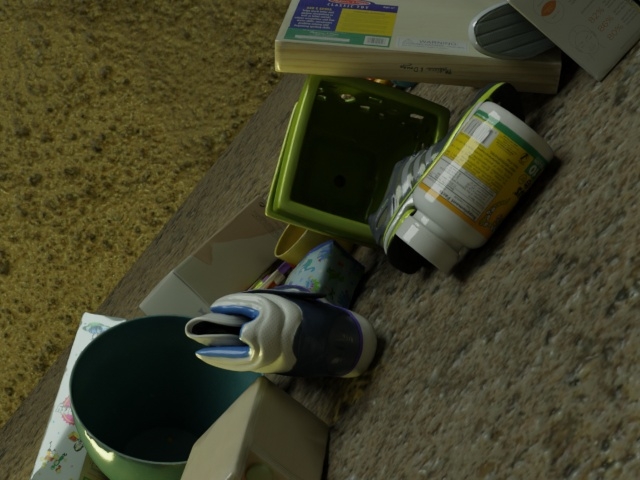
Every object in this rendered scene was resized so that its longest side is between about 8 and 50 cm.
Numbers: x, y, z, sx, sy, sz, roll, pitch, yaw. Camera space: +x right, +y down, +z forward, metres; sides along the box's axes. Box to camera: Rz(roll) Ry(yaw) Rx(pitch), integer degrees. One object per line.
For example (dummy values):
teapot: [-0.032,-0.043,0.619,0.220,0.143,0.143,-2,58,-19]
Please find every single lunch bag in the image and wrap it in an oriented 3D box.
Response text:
lunch bag: [-0.018,0.089,1.837,0.151,0.096,0.129,-24,31,43]

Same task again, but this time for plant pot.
plant pot: [0.000,0.000,1.988,0.134,0.095,0.134,-48,16,19]
plant pot: [0.044,-0.110,1.797,0.207,0.227,0.228,155,131,-75]
plant pot: [-0.236,0.283,1.789,0.290,0.290,0.195,-70,-8,-48]

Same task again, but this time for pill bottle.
pill bottle: [0.193,-0.064,1.505,0.208,0.117,0.117,-52,15,3]

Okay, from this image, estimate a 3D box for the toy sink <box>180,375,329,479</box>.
toy sink: [-0.087,0.310,1.472,0.153,0.131,0.234,-48,11,20]

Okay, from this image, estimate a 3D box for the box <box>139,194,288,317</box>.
box: [-0.187,0.058,2.218,0.148,0.121,0.311,-43,1,40]

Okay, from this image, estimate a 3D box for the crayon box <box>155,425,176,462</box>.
crayon box: [-0.275,0.383,1.974,0.202,0.081,0.318,-39,21,42]

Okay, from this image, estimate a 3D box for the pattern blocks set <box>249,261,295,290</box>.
pattern blocks set: [-0.142,0.125,2.119,0.325,0.026,0.285,-46,4,-35]

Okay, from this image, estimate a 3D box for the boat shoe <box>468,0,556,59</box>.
boat shoe: [0.298,-0.298,1.638,0.226,0.083,0.076,-11,8,-21]

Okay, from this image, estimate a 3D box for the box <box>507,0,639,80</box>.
box: [0.340,-0.318,1.535,0.130,0.170,0.091,-48,15,15]

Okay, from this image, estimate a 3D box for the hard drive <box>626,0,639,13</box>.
hard drive: [0.376,-0.328,1.323,0.064,0.237,0.339,-44,16,30]

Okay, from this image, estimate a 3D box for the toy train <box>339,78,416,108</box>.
toy train: [0.105,-0.300,2.386,0.248,0.105,0.143,-47,29,20]

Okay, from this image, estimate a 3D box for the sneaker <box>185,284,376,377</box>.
sneaker: [-0.099,0.115,1.625,0.323,0.236,0.130,8,87,56]

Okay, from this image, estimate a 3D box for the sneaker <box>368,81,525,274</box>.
sneaker: [0.166,-0.103,1.629,0.300,0.111,0.121,-52,38,0]

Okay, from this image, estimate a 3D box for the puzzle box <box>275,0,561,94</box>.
puzzle box: [0.150,-0.315,1.755,0.272,0.409,0.052,-75,-10,-56]

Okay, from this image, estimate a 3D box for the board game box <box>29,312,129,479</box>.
board game box: [-0.385,0.309,2.080,0.224,0.097,0.303,61,-141,-63]

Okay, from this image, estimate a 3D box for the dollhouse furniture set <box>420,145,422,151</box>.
dollhouse furniture set: [0.125,-0.115,2.010,0.144,0.123,0.151,-60,-19,-25]
